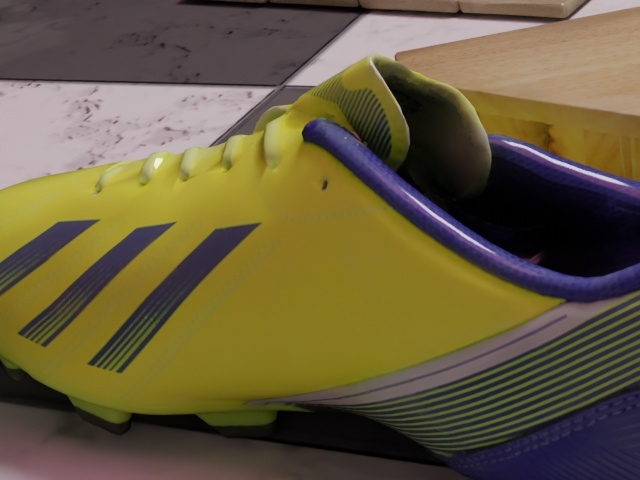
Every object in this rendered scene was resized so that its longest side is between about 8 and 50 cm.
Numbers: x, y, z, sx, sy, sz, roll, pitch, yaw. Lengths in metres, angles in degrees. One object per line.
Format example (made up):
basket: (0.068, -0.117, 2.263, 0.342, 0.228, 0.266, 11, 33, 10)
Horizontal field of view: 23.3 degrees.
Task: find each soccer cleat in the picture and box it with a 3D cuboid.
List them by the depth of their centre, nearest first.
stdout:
soccer cleat: (0.001, -0.001, 0.423, 0.289, 0.121, 0.093, 11, 34, 36)

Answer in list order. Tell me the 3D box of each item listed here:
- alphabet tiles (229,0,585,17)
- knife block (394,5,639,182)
alphabet tiles: (0.095, -0.184, 0.873, 0.342, 0.011, 0.285, 9, 33, 33)
knife block: (0.195, -0.037, 0.464, 0.275, 0.088, 0.242, 14, 35, 40)
